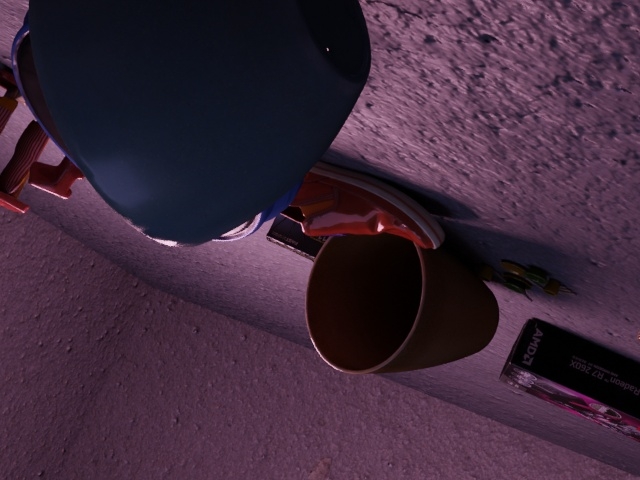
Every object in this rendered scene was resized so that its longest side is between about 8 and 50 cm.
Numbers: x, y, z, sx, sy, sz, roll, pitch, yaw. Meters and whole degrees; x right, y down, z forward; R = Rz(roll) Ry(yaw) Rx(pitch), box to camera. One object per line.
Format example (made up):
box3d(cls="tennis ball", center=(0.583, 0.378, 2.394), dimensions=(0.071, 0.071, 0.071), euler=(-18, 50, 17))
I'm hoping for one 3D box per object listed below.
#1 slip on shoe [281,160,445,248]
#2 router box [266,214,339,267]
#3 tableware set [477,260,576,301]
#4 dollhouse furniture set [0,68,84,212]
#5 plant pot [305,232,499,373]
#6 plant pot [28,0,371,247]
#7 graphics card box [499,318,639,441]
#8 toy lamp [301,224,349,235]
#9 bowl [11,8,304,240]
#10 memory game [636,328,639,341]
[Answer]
box3d(cls="slip on shoe", center=(0.018, -0.045, 1.764), dimensions=(0.331, 0.101, 0.123), euler=(20, 167, 19))
box3d(cls="router box", center=(-0.012, -0.019, 1.975), dimensions=(0.122, 0.092, 0.038), euler=(24, 169, 6))
box3d(cls="tableware set", center=(0.292, 0.060, 1.855), dimensions=(0.104, 0.024, 0.154), euler=(32, 168, -32))
box3d(cls="dollhouse furniture set", center=(-0.473, -0.164, 2.032), dimensions=(0.152, 0.201, 0.374), euler=(30, 169, -24))
box3d(cls="plant pot", center=(0.147, 0.100, 1.919), dimensions=(0.254, 0.237, 0.237), euler=(16, 179, -44))
box3d(cls="plant pot", center=(-0.073, -0.161, 1.069), dimensions=(0.195, 0.290, 0.290), euler=(-20, 147, 25))
box3d(cls="graphics card box", center=(0.499, 0.262, 2.179), dimensions=(0.371, 0.094, 0.233), euler=(25, 170, 8))
box3d(cls="toy lamp", center=(-0.060, -0.064, 1.921), dimensions=(0.275, 0.080, 0.080), euler=(21, 169, 37))
box3d(cls="bowl", center=(-0.203, -0.145, 1.523), dimensions=(0.391, 0.077, 0.391), euler=(27, 152, 16))
box3d(cls="memory game", center=(0.546, 0.168, 1.832), dimensions=(0.186, 0.012, 0.186), euler=(24, 169, 5))
